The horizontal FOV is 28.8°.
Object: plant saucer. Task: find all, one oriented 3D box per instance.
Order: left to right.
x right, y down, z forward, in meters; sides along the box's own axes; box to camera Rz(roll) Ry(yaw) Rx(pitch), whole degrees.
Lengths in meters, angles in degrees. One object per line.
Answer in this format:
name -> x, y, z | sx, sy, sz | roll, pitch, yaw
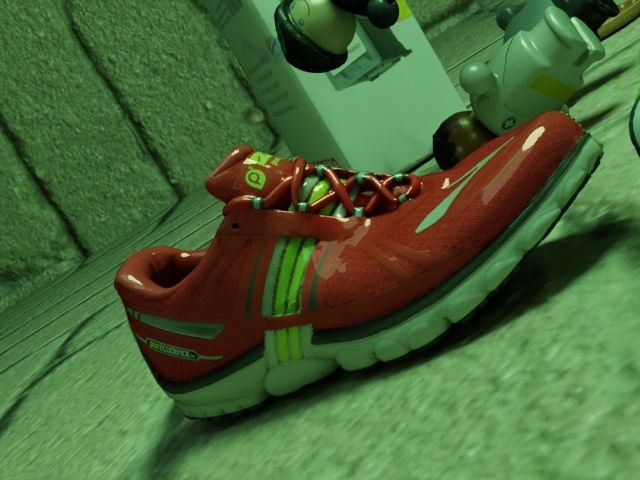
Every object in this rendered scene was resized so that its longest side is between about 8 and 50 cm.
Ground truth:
plant saucer -> 0.266, -0.201, 1.161 | 0.083, 0.013, 0.083 | -32, 9, 6

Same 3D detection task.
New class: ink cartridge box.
ink cartridge box -> -0.010, -0.200, 1.163 | 0.131, 0.306, 0.226 | -33, 8, -8

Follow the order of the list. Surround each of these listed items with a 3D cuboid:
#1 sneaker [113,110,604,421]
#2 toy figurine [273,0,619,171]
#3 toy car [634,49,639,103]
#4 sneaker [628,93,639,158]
sneaker -> 0.000, 0.000, 0.600 | 0.279, 0.118, 0.107 | -28, 10, 32
toy figurine -> 0.091, -0.155, 0.880 | 0.148, 0.209, 0.213 | -47, 7, 28
toy car -> 0.234, -0.123, 0.675 | 0.225, 0.053, 0.239 | -39, 10, -37
sneaker -> 0.209, -0.073, 0.483 | 0.178, 0.072, 0.077 | -43, 23, -16
